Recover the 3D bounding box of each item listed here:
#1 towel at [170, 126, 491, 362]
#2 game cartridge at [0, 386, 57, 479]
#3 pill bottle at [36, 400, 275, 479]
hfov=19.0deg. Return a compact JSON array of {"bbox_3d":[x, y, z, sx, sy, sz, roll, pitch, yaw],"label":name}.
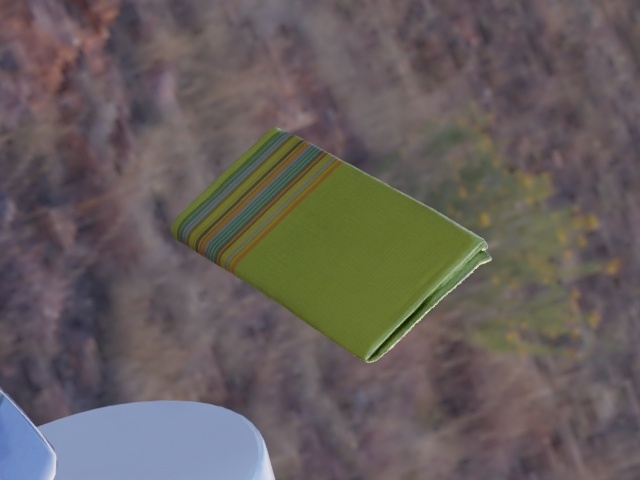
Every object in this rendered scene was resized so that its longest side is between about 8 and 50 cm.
[{"bbox_3d":[0.000,0.000,1.169,0.237,0.102,0.021,31,-18,52],"label":"towel"},{"bbox_3d":[-0.167,0.169,0.239,0.068,0.230,0.355,49,30,-17],"label":"game cartridge"},{"bbox_3d":[-0.073,0.283,1.000,0.210,0.210,0.363,-67,147,-66],"label":"pill bottle"}]
